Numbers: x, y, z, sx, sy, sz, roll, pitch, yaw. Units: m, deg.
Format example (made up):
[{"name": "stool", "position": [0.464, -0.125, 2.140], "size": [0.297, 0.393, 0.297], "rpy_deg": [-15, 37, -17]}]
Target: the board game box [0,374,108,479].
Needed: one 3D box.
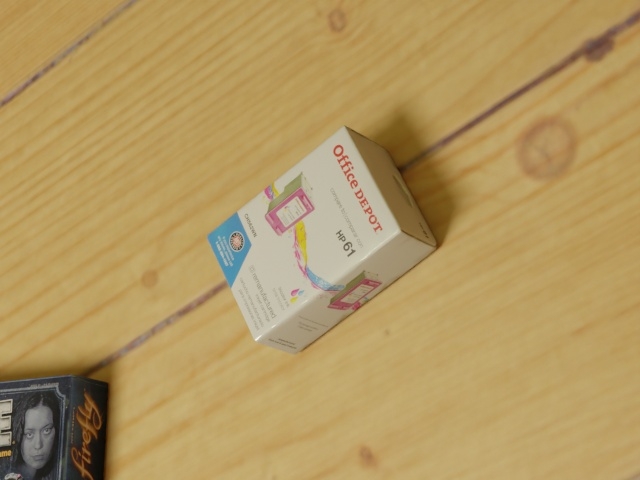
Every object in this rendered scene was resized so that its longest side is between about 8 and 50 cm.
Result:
[{"name": "board game box", "position": [-0.263, 0.189, 1.020], "size": [0.243, 0.042, 0.165], "rpy_deg": [-9, 72, 31]}]

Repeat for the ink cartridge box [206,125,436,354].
[{"name": "ink cartridge box", "position": [0.000, 0.000, 0.898], "size": [0.122, 0.052, 0.088], "rpy_deg": [-37, 59, 17]}]
